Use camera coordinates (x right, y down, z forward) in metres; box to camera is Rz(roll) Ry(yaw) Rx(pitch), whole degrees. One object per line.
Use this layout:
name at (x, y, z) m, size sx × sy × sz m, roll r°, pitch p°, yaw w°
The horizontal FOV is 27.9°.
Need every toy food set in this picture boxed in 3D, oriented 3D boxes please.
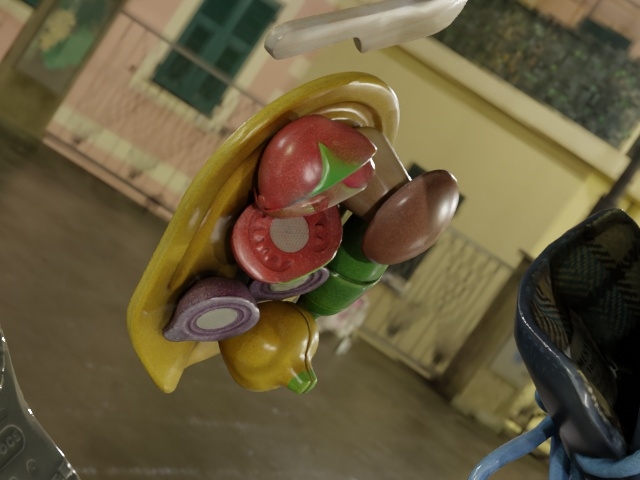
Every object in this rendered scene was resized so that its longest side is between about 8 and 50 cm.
toy food set at (0.000, 0.000, 0.566) m, size 0.128 × 0.218 × 0.071 m, roll -15°, pitch 54°, yaw -47°

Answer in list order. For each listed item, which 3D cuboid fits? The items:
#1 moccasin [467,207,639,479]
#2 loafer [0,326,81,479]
moccasin at (0.116, 0.022, 0.400) m, size 0.117 × 0.342 × 0.137 m, roll 12°, pitch 33°, yaw 7°
loafer at (-0.204, 0.096, 0.666) m, size 0.251 × 0.087 × 0.094 m, roll 63°, pitch 29°, yaw -4°
